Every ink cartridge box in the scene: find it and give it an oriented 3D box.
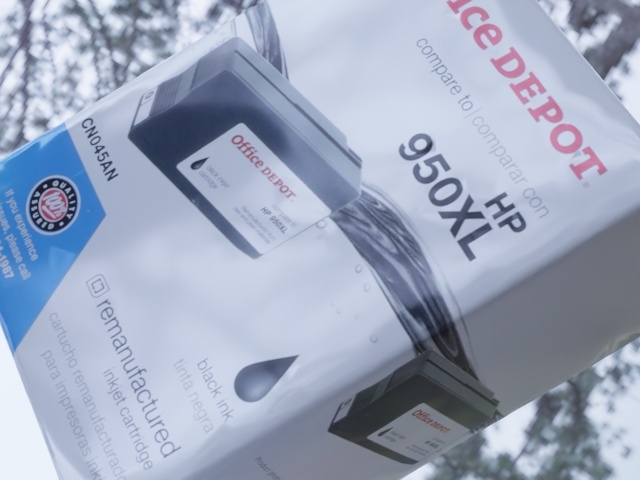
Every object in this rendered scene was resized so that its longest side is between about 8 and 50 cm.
[{"bbox_3d":[0.000,0.000,0.857,0.395,0.285,0.166,-31,-33,1],"label":"ink cartridge box"}]
